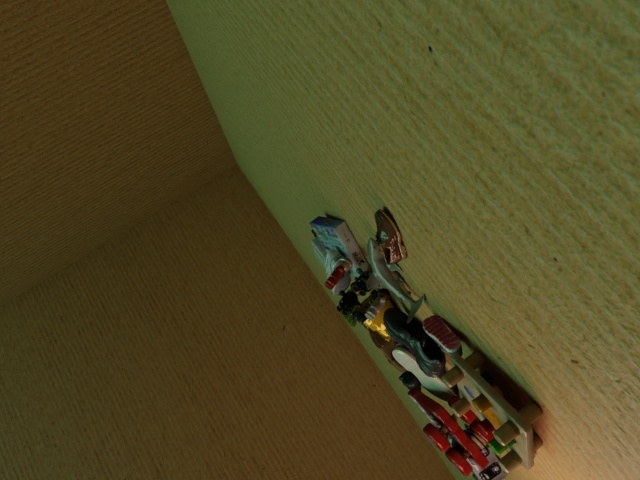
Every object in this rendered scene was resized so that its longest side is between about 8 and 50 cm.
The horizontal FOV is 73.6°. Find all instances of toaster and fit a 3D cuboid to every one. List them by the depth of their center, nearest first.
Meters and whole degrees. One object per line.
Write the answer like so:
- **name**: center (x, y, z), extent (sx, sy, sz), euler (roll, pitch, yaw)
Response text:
- **toaster**: center (0.611, 0.843, 1.676), extent (0.168, 0.110, 0.186), euler (57, 171, 7)

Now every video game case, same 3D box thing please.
- **video game case**: center (0.080, 0.022, 1.761), extent (0.244, 0.061, 0.269), euler (59, 166, -18)

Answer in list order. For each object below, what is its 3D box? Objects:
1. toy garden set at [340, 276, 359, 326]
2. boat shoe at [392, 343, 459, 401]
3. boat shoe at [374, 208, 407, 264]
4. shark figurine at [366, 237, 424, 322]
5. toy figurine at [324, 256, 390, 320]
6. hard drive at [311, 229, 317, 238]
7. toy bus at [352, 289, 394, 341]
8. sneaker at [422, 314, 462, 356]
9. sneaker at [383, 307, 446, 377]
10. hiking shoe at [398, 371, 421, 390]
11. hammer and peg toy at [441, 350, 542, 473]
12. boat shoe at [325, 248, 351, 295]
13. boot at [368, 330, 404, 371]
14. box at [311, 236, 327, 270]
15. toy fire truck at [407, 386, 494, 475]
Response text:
- **toy garden set**: center (0.167, 0.265, 1.904), extent (0.049, 0.204, 0.244), euler (14, 161, 22)
- **boat shoe**: center (0.407, 0.476, 1.586), extent (0.319, 0.099, 0.116), euler (43, 144, -7)
- **boat shoe**: center (0.183, -0.004, 1.171), extent (0.064, 0.060, 0.178), euler (43, 164, 56)
- **shark figurine**: center (0.212, 0.140, 1.365), extent (0.278, 0.116, 0.166), euler (56, 173, 19)
- **toy figurine**: center (0.145, 0.173, 1.581), extent (0.209, 0.148, 0.213), euler (3, 131, 41)
- **hard drive**: center (0.000, 0.000, 2.294), extent (0.135, 0.022, 0.094), euler (58, 171, -10)
- **toy bus**: center (0.258, 0.321, 1.727), extent (0.211, 0.149, 0.220), euler (42, 175, -6)
- **sneaker**: center (0.352, 0.281, 1.229), extent (0.075, 0.063, 0.170), euler (61, 176, -26)
- **sneaker**: center (0.333, 0.333, 1.486), extent (0.286, 0.109, 0.130), euler (44, 157, 28)
- **hiking shoe**: center (0.470, 0.716, 2.147), extent (0.114, 0.086, 0.227), euler (42, 175, 6)
- **hammer and peg toy**: center (0.460, 0.480, 1.158), extent (0.266, 0.127, 0.361), euler (47, 167, 48)
- **boat shoe**: center (0.068, 0.129, 1.766), extent (0.084, 0.095, 0.258), euler (50, 155, 35)
- **boot**: center (0.341, 0.526, 2.116), extent (0.283, 0.109, 0.220), euler (46, 172, 21)
- **box**: center (0.037, 0.052, 2.015), extent (0.114, 0.103, 0.203), euler (52, 170, 22)
- **toy fire truck**: center (0.468, 0.679, 1.557), extent (0.302, 0.169, 0.254), euler (49, 170, -9)
